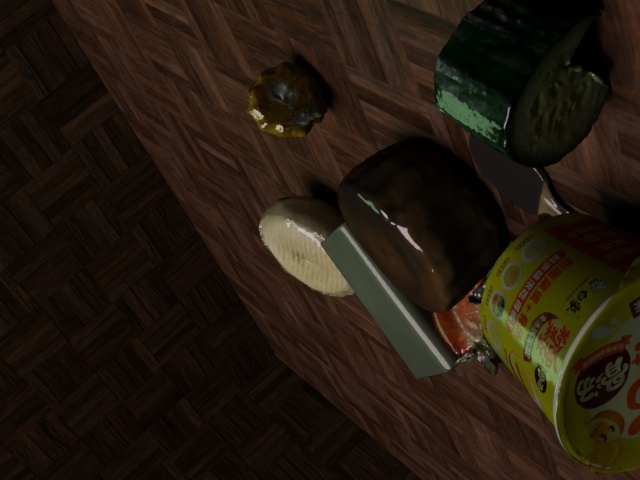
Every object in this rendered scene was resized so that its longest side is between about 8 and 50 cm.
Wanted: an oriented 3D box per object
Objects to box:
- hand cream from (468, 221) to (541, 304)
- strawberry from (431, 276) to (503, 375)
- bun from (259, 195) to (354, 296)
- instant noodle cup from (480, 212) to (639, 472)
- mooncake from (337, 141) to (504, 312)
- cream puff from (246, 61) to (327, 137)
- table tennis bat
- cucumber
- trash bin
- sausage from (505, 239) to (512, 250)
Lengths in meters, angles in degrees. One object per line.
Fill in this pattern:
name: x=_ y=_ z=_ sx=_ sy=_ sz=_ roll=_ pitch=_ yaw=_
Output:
hand cream: x=0.310 y=0.048 z=1.638 sx=0.075 sy=0.052 sz=0.248 roll=31 pitch=145 yaw=3
strawberry: x=0.270 y=0.122 z=1.892 sx=0.098 sy=0.174 sz=0.228 roll=8 pitch=-154 yaw=-41
bun: x=0.000 y=0.000 z=2.344 sx=0.287 sy=0.146 sz=0.287 roll=29 pitch=157 yaw=14
instant noodle cup: x=0.362 y=0.109 z=1.351 sx=0.221 sy=0.311 sz=0.311 roll=44 pitch=167 yaw=52
mooncake: x=0.167 y=-0.031 z=1.755 sx=0.290 sy=0.161 sz=0.290 roll=46 pitch=166 yaw=15
cream puff: x=-0.057 y=-0.252 z=1.913 sx=0.146 sy=0.146 sz=0.116 roll=47 pitch=-178 yaw=5
table tennis bat: x=0.306 y=-0.075 z=1.520 sx=0.246 sy=0.022 sz=0.138 roll=43 pitch=164 yaw=24
cucumber: x=0.234 y=-0.174 z=1.183 sx=0.130 sy=0.191 sz=0.191 roll=46 pitch=168 yaw=44
trash bin: x=0.172 y=0.083 z=2.049 sx=0.343 sy=0.158 sz=0.223 roll=53 pitch=163 yaw=2
sausage: x=0.353 y=0.120 z=1.739 sx=0.033 sy=0.032 sz=0.269 roll=17 pitch=130 yaw=63
